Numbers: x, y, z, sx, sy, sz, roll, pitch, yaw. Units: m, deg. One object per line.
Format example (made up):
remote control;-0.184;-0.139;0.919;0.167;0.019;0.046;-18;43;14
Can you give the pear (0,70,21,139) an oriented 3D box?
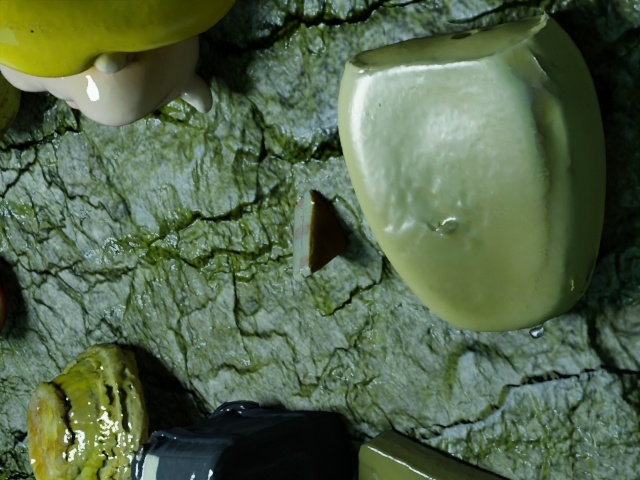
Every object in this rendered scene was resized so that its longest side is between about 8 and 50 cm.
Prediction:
pear;-0.494;-0.203;1.529;0.197;0.197;0.197;22;128;30

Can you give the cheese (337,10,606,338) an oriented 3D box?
cheese;0.150;-0.048;1.098;0.259;0.128;0.316;1;118;38

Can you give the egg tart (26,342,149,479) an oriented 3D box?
egg tart;-0.347;0.281;1.667;0.294;0.123;0.294;-10;79;59

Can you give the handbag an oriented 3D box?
handbag;-0.099;0.305;1.449;0.181;0.254;0.181;-5;97;44

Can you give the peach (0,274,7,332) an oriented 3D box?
peach;-0.586;0.093;1.794;0.197;0.197;0.197;22;128;30

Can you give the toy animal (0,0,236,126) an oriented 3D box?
toy animal;-0.279;-0.246;1.264;0.345;0.277;0.247;36;148;15

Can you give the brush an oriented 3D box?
brush;0.139;0.314;1.384;0.197;0.059;0.123;19;124;31

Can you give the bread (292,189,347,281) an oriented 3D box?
bread;0.000;0.000;1.317;0.043;0.062;0.109;-28;53;45
